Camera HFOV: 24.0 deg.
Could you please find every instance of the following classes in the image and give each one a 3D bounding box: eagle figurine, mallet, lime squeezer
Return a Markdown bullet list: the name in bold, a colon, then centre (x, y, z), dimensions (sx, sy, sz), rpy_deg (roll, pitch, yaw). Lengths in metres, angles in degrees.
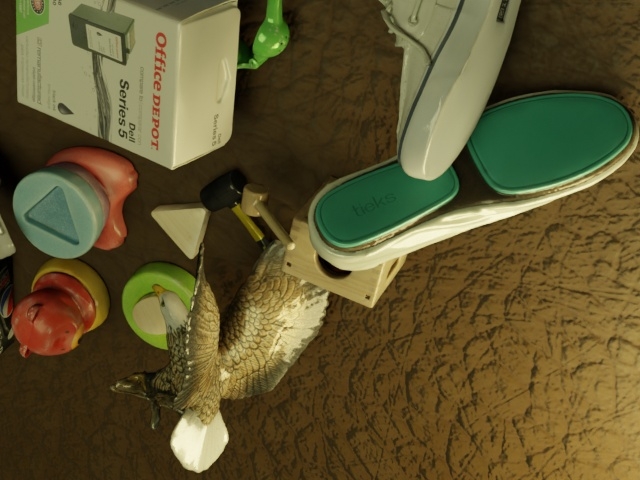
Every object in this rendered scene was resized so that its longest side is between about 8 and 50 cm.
- **eagle figurine**: centre (-0.143, 0.133, 1.964), dimensions (0.225, 0.226, 0.298), rpy_deg (37, 130, -18)
- **mallet**: centre (-0.092, -0.005, 2.012), dimensions (0.062, 0.039, 0.190), rpy_deg (-20, 111, 31)
- **lime squeezer**: centre (-0.108, -0.254, 1.855), dimensions (0.110, 0.059, 0.310), rpy_deg (39, 137, -21)

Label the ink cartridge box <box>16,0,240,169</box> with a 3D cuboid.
- **ink cartridge box**: centre (-0.244, -0.234, 1.870), dimensions (0.272, 0.114, 0.198), rpy_deg (24, 124, 28)

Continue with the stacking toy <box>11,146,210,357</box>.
- **stacking toy**: centre (-0.300, 0.045, 2.071), dimensions (0.279, 0.130, 0.309), rpy_deg (16, 122, 16)

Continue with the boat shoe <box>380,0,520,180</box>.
- **boat shoe**: centre (0.124, -0.258, 1.672), dimensions (0.156, 0.136, 0.367), rpy_deg (21, 99, 25)

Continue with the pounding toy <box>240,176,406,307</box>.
- **pounding toy**: centre (-0.009, 0.002, 1.886), dimensions (0.206, 0.181, 0.094), rpy_deg (22, 124, 12)

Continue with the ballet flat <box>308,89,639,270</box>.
- **ballet flat**: centre (0.175, -0.066, 1.765), dimensions (0.400, 0.139, 0.139), rpy_deg (-21, 110, -3)

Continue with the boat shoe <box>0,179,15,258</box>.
- **boat shoe**: centre (-0.486, -0.078, 2.083), dimensions (0.095, 0.084, 0.258), rpy_deg (115, 138, -63)

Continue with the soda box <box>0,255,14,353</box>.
- **soda box**: centre (-0.491, 0.088, 2.225), dimensions (0.060, 0.053, 0.169), rpy_deg (15, 122, 15)
